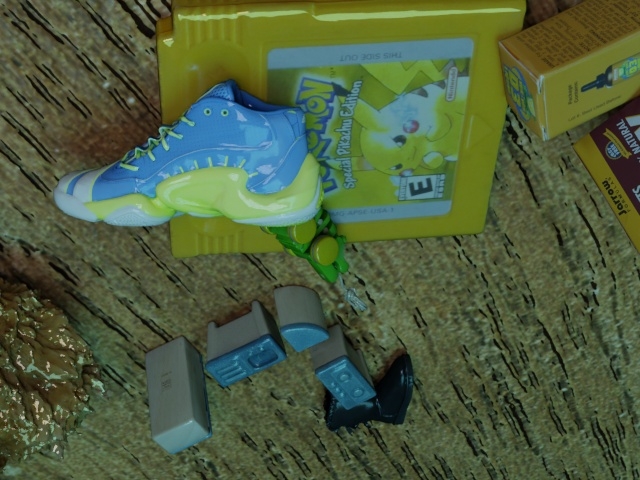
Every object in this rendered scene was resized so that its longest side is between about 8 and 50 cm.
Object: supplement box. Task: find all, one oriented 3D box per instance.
[{"bbox_3d":[0.373,-0.085,0.995,0.191,0.129,0.194,-39,160,32],"label":"supplement box"},{"bbox_3d":[0.276,-0.179,0.962,0.233,0.080,0.078,-27,136,-9],"label":"supplement box"}]

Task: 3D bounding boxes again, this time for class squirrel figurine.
[{"bbox_3d":[-0.407,0.100,1.015,0.397,0.281,0.370,9,121,-39],"label":"squirrel figurine"}]

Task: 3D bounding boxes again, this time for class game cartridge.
[{"bbox_3d":[0.013,-0.106,1.021,0.323,0.053,0.285,-6,133,-9],"label":"game cartridge"}]

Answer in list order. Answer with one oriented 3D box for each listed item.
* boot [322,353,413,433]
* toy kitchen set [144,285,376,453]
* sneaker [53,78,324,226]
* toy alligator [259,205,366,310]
[{"bbox_3d":[0.056,0.185,1.312,0.099,0.045,0.121,0,133,-9],"label":"boot"},{"bbox_3d":[-0.062,0.171,1.214,0.207,0.122,0.166,-26,133,12],"label":"toy kitchen set"},{"bbox_3d":[-0.116,-0.079,0.952,0.240,0.091,0.126,1,102,4],"label":"sneaker"},{"bbox_3d":[0.000,0.000,1.056,0.189,0.056,0.051,44,73,-38],"label":"toy alligator"}]
